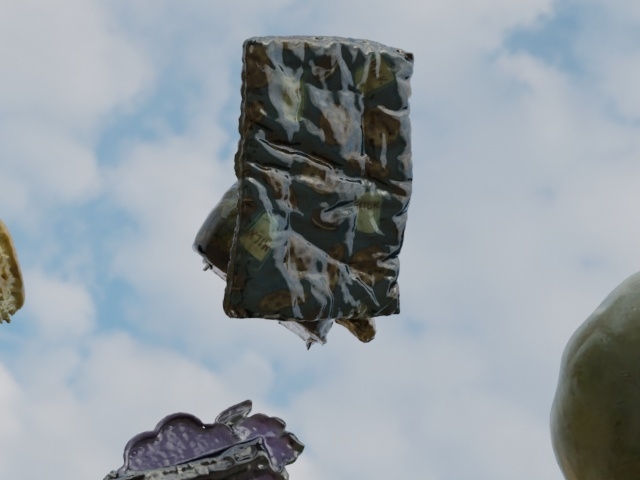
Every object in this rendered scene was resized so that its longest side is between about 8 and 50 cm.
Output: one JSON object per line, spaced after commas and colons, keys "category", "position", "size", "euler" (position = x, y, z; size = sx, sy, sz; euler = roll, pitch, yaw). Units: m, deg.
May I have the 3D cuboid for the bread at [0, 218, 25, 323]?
{"category": "bread", "position": [-0.510, 0.035, 1.609], "size": [0.245, 0.121, 0.174], "euler": [4, -64, 25]}

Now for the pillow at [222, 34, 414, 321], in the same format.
{"category": "pillow", "position": [0.005, -0.054, 1.093], "size": [0.034, 0.189, 0.255], "euler": [11, -81, 56]}

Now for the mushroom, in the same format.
{"category": "mushroom", "position": [0.434, 0.191, 1.389], "size": [0.352, 0.260, 0.352], "euler": [-5, -105, 20]}

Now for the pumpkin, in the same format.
{"category": "pumpkin", "position": [0.000, 0.000, 1.445], "size": [0.242, 0.325, 0.232], "euler": [40, -94, 0]}

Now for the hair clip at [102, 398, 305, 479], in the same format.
{"category": "hair clip", "position": [-0.109, 0.195, 1.052], "size": [0.052, 0.195, 0.124], "euler": [100, -33, -53]}
